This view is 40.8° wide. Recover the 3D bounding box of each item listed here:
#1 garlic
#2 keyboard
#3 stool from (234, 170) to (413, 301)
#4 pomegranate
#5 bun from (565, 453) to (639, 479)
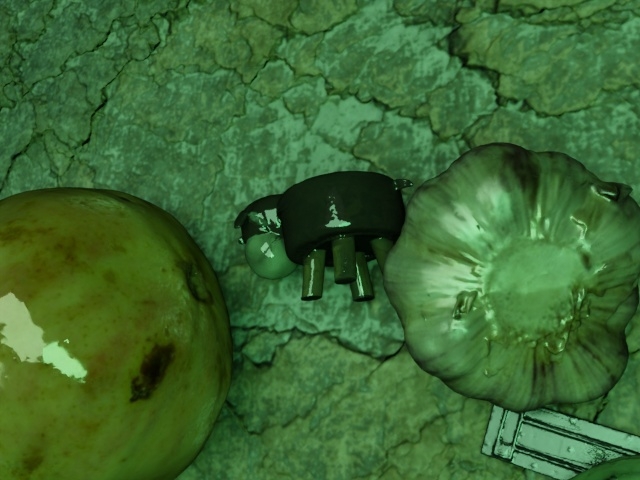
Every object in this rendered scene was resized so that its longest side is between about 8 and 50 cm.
[{"bbox_3d":[0.175,0.033,0.776,0.244,0.160,0.245,0,93,1],"label":"garlic"},{"bbox_3d":[0.250,0.197,0.777,0.204,0.013,0.061,14,82,23],"label":"keyboard"},{"bbox_3d":[0.000,0.000,0.869,0.217,0.125,0.121,-14,73,27],"label":"stool"},{"bbox_3d":[-0.254,0.118,0.836,0.342,0.342,0.343,-5,74,20],"label":"pomegranate"},{"bbox_3d":[0.256,0.284,0.699,0.221,0.108,0.221,-3,82,22],"label":"bun"}]
